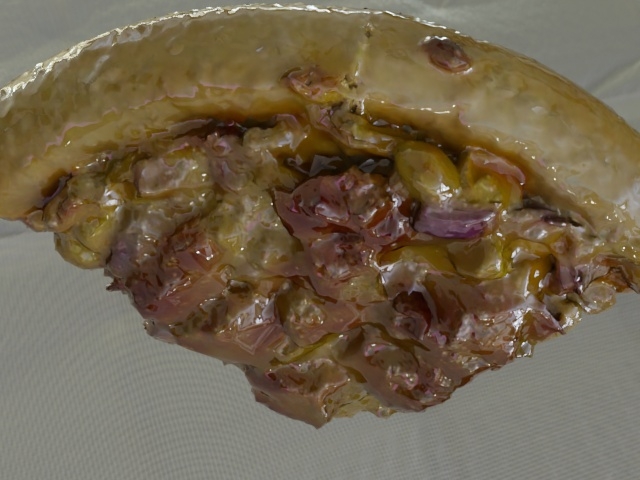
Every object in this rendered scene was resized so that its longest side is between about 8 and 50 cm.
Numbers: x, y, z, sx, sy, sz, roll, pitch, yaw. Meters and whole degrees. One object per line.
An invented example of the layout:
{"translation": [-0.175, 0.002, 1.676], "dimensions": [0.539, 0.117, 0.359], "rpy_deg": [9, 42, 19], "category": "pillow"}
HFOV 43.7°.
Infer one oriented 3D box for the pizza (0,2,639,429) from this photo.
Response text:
{"translation": [0.000, 0.000, 0.439], "dimensions": [0.408, 0.278, 0.114], "rpy_deg": [15, -137, 1], "category": "pizza"}
